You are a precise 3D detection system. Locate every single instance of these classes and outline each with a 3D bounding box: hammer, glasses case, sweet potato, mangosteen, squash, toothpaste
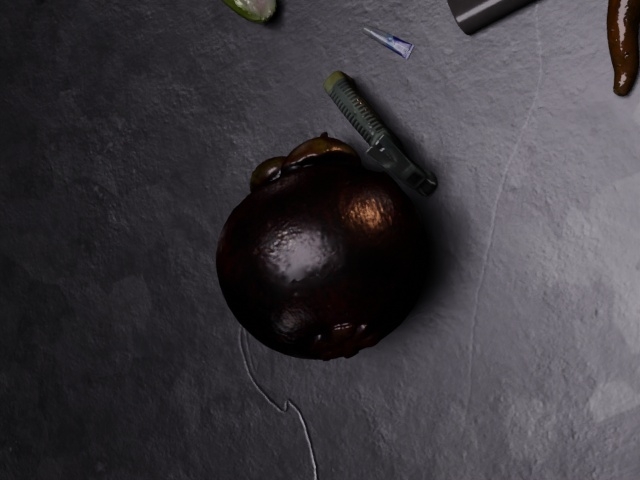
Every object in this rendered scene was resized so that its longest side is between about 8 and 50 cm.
[{"bbox_3d":[0.077,-0.167,1.519,0.041,0.159,0.226,-42,61,13],"label":"hammer"},{"bbox_3d":[0.275,-0.369,1.466,0.190,0.042,0.072,-25,73,24],"label":"glasses case"},{"bbox_3d":[0.419,-0.331,1.391,0.057,0.057,0.264,12,101,24],"label":"sweet potato"},{"bbox_3d":[0.000,0.000,1.479,0.307,0.307,0.347,-25,57,24],"label":"mangosteen"},{"bbox_3d":[-0.158,-0.430,1.651,0.239,0.069,0.069,45,109,18],"label":"squash"},{"bbox_3d":[0.102,-0.305,1.562,0.083,0.015,0.024,30,102,16],"label":"toothpaste"}]
